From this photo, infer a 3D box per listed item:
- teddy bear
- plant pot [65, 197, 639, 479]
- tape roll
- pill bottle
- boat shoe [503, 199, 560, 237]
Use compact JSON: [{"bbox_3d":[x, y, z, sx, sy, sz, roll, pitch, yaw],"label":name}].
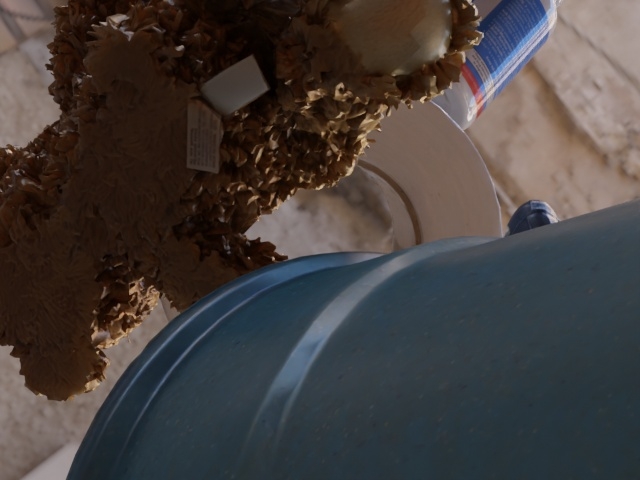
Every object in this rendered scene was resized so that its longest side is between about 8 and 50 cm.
[{"bbox_3d":[-0.059,-0.061,0.689,0.245,0.113,0.338,34,-66,15],"label":"teddy bear"},{"bbox_3d":[0.144,0.118,0.398,0.334,0.341,0.341,-25,-78,46],"label":"plant pot"},{"bbox_3d":[0.000,0.000,1.078,0.286,0.286,0.100,57,-3,-11],"label":"tape roll"},{"bbox_3d":[0.177,-0.231,1.413,0.124,0.221,0.124,37,-21,17],"label":"pill bottle"},{"bbox_3d":[0.192,0.068,1.181,0.254,0.095,0.079,75,4,-49],"label":"boat shoe"}]
